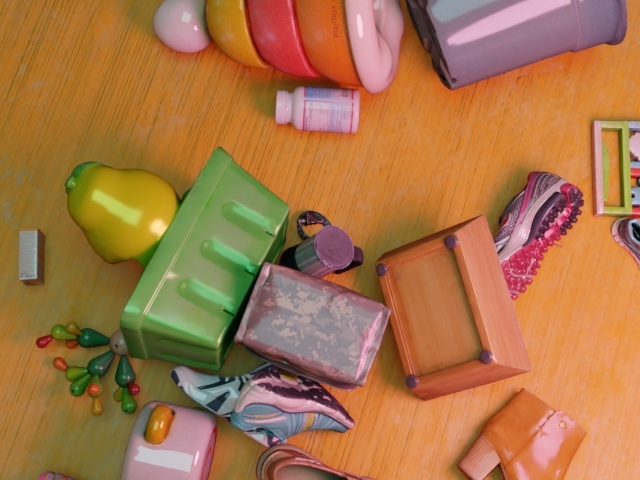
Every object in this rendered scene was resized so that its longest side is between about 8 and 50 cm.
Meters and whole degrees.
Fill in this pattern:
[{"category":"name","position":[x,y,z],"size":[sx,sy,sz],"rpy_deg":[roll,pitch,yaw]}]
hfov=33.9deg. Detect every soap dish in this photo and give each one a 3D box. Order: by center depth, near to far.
[{"category":"soap dish","position":[0.228,0.126,1.889],"size":[0.228,0.118,0.291],"rpy_deg":[-22,77,34]}]

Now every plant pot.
[{"category":"plant pot","position":[0.348,-0.465,1.983],"size":[0.334,0.341,0.341],"rpy_deg":[-23,79,2]}]

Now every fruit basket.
[{"category":"fruit basket","position":[-0.276,0.007,1.844],"size":[0.391,0.283,0.392],"rpy_deg":[2,68,-4]}]

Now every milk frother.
[{"category":"milk frother","position":[0.000,0.000,1.950],"size":[0.129,0.134,0.143],"rpy_deg":[-11,79,-36]}]

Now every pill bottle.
[{"category":"pill bottle","position":[-0.006,-0.254,2.032],"size":[0.160,0.087,0.087],"rpy_deg":[3,77,0]}]

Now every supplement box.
[{"category":"supplement box","position":[-0.542,0.031,1.967],"size":[0.036,0.062,0.099],"rpy_deg":[-2,77,-3]}]

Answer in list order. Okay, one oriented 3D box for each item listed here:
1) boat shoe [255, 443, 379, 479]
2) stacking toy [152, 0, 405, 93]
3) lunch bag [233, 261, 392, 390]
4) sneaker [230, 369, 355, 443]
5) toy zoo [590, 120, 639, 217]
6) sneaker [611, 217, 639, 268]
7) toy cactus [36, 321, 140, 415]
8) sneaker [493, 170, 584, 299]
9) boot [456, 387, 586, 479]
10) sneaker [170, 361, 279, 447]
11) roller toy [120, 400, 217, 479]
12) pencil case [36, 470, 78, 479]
[{"category":"boat shoe","position":[0.038,0.463,1.839],"size":[0.323,0.120,0.123],"rpy_deg":[23,82,-9]},{"category":"stacking toy","position":[-0.097,-0.444,1.998],"size":[0.479,0.350,0.351],"rpy_deg":[-1,77,15]},{"category":"lunch bag","position":[-0.011,0.157,1.842],"size":[0.235,0.287,0.169],"rpy_deg":[21,84,4]},{"category":"sneaker","position":[-0.050,0.301,1.849],"size":[0.110,0.275,0.107],"rpy_deg":[-57,45,12]},{"category":"toy zoo","position":[0.679,-0.137,2.052],"size":[0.293,0.030,0.193],"rpy_deg":[2,77,-1]},{"category":"sneaker","position":[0.627,0.019,1.993],"size":[0.166,0.076,0.065],"rpy_deg":[43,81,8]},{"category":"toy cactus","position":[-0.395,0.210,1.921],"size":[0.219,0.112,0.180],"rpy_deg":[40,69,16]},{"category":"sneaker","position":[0.368,0.005,1.983],"size":[0.299,0.121,0.112],"rpy_deg":[-50,47,-1]},{"category":"boot","position":[0.413,0.425,1.883],"size":[0.211,0.104,0.295],"rpy_deg":[-43,78,-9]},{"category":"sneaker","position":[-0.143,0.257,1.912],"size":[0.235,0.094,0.153],"rpy_deg":[32,77,5]},{"category":"roller toy","position":[-0.269,0.381,1.827],"size":[0.146,0.209,0.191],"rpy_deg":[12,83,2]},{"category":"pencil case","position":[-0.390,0.508,1.840],"size":[0.284,0.124,0.124],"rpy_deg":[21,78,4]}]
